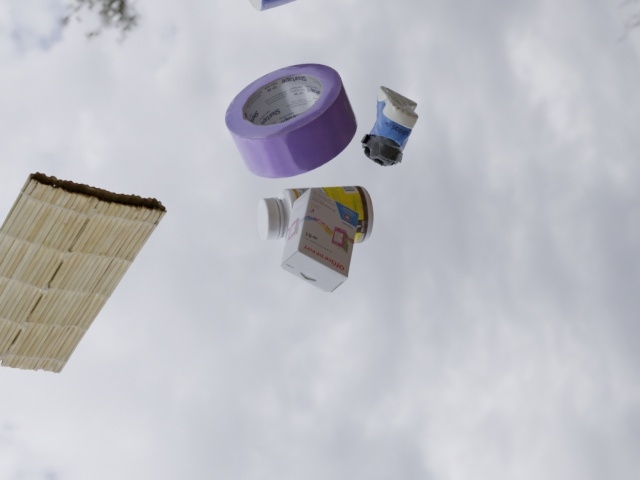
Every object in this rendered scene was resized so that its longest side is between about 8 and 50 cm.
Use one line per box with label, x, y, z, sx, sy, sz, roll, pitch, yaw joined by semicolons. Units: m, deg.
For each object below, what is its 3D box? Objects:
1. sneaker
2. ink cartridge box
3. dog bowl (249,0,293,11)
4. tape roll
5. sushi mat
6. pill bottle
sneaker;0.084;-0.140;1.616;0.058;0.085;0.152;24;-164;-10
ink cartridge box;0.000;0.000;1.823;0.088;0.052;0.122;28;-131;-20
dog bowl;-0.104;-0.547;2.278;0.265;0.104;0.265;159;90;-82
tape roll;-0.044;-0.183;1.946;0.189;0.189;0.080;-81;-27;-49
sushi mat;-0.303;0.045;1.411;0.151;0.316;0.019;14;-135;-28
pill bottle;-0.011;-0.047;2.526;0.214;0.117;0.117;-3;-121;-17
